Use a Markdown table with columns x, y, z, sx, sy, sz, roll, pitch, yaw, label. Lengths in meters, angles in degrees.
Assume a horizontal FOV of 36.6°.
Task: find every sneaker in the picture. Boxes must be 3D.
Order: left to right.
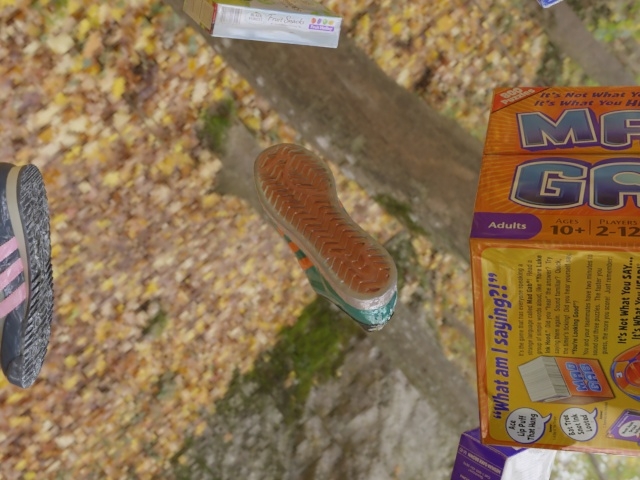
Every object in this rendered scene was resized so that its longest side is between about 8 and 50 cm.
| x | y | z | sx | sy | sz | roll | pitch | yaw | label |
| --- | --- | --- | --- | --- | --- | --- | --- | --- | --- |
| -0.439 | 0.047 | 1.313 | 0.131 | 0.319 | 0.112 | 4 | -164 | 4 | sneaker |
| 0.000 | 0.000 | 1.290 | 0.108 | 0.302 | 0.121 | -25 | 146 | -14 | sneaker |

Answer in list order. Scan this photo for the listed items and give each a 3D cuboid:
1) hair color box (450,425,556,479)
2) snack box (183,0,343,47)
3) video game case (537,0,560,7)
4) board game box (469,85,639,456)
| x | y | z | sx | sy | sz | roll | pitch | yaw | label |
| --- | --- | --- | --- | --- | --- | --- | --- | --- | --- |
| 0.309 | 0.494 | 1.751 | 0.185 | 0.110 | 0.339 | -7 | 112 | -46 | hair color box |
| -0.061 | -0.237 | 1.012 | 0.141 | 0.100 | 0.037 | 1 | 117 | -26 | snack box |
| 0.133 | -0.359 | 0.781 | 0.061 | 0.244 | 0.269 | -28 | 153 | 1 | video game case |
| 0.397 | 0.035 | 1.285 | 0.356 | 0.357 | 0.356 | 2 | -142 | 14 | board game box |
